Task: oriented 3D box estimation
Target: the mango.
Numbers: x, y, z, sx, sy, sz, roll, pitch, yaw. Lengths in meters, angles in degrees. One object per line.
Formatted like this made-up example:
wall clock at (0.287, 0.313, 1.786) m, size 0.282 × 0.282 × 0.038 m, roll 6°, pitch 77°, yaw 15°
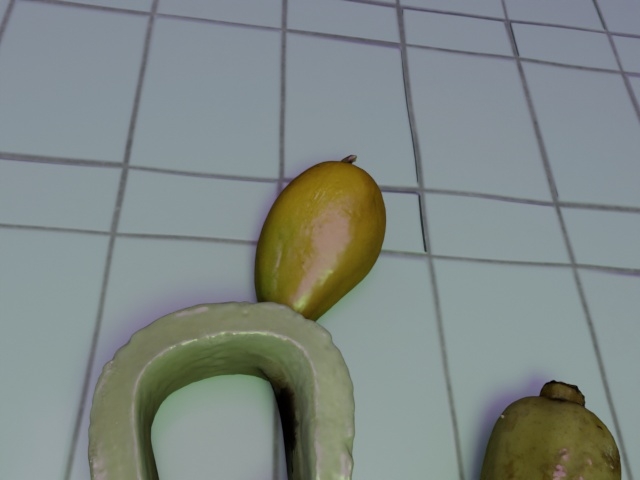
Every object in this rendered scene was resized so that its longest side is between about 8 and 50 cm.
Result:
mango at (0.000, 0.000, 0.896) m, size 0.177 × 0.119 × 0.316 m, roll 27°, pitch 67°, yaw 2°

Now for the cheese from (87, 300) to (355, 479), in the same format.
cheese at (-0.106, 0.246, 0.696) m, size 0.293 × 0.153 × 0.332 m, roll -4°, pitch 61°, yaw -13°

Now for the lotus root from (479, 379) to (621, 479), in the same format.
lotus root at (0.281, 0.305, 0.741) m, size 0.160 × 0.146 × 0.284 m, roll 17°, pitch 57°, yaw 14°
